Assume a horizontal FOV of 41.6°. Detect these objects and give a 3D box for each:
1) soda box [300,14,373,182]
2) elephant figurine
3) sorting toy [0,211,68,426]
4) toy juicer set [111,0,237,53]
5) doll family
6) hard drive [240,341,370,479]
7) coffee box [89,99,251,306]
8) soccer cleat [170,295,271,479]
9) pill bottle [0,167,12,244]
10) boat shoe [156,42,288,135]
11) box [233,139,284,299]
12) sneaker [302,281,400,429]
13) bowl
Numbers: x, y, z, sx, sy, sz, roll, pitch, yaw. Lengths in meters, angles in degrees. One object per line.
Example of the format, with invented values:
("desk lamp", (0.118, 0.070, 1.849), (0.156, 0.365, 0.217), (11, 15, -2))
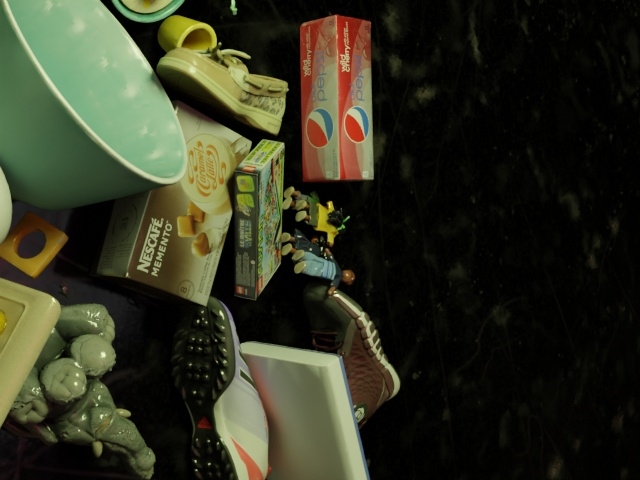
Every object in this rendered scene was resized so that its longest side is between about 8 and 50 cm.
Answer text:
("soda box", (0.026, -0.227, 1.379), (0.083, 0.092, 0.263), (-5, 94, -43))
("elephant figurine", (-0.313, 0.190, 1.020), (0.169, 0.186, 0.239), (-16, 145, -14))
("sorting toy", (-0.403, 0.110, 0.901), (0.047, 0.196, 0.347), (71, 39, -63))
("toy juicer set", (-0.195, -0.373, 1.061), (0.209, 0.089, 0.329), (-53, 147, -1))
("doll family", (0.000, 0.000, 1.345), (0.111, 0.076, 0.192), (24, 61, -40))
("hard drive", (-0.018, 0.313, 1.258), (0.040, 0.210, 0.318), (-25, 107, -41))
("coffee box", (-0.202, -0.047, 1.151), (0.141, 0.098, 0.246), (27, 71, -41))
("soccer cleat", (-0.136, 0.227, 1.228), (0.116, 0.109, 0.318), (-22, 108, -56))
("pill bottle", (-0.464, 0.032, 0.728), (0.224, 0.224, 0.392), (67, 28, -21))
("boat shoe", (-0.129, -0.222, 1.171), (0.089, 0.105, 0.285), (-68, 161, 2))
("box", (-0.090, -0.030, 1.226), (0.114, 0.036, 0.206), (-59, 157, -56))
("sneaker", (0.025, 0.211, 1.378), (0.162, 0.106, 0.281), (-51, 124, -28))
("bowl", (-0.308, -0.158, 0.952), (0.311, 0.163, 0.311), (54, 15, -22))
